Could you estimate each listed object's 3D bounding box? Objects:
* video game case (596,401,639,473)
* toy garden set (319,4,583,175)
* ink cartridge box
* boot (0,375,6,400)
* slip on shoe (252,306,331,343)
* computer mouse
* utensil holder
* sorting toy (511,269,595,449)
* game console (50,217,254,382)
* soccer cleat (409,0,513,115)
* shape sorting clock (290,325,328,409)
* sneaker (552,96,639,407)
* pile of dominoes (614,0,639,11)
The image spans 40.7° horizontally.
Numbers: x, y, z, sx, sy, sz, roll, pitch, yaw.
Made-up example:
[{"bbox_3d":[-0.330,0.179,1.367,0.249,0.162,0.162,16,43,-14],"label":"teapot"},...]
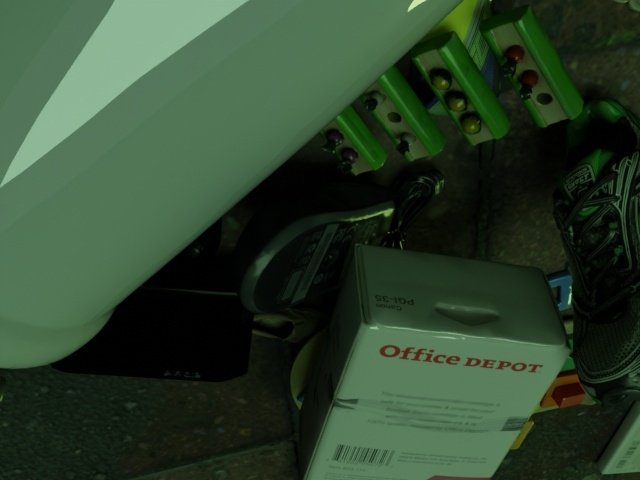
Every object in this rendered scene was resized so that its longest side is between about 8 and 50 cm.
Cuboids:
[{"bbox_3d":[0.564,0.279,1.342,0.206,0.026,0.227,2,127,-18],"label":"video game case"},{"bbox_3d":[0.065,-0.143,0.735,0.244,0.049,0.204,-12,132,38],"label":"toy garden set"},{"bbox_3d":[0.105,0.150,0.902,0.207,0.117,0.283,8,131,-10],"label":"ink cartridge box"},{"bbox_3d":[-0.463,0.143,0.888,0.190,0.076,0.208,-30,124,6],"label":"boot"},{"bbox_3d":[-0.037,0.098,0.993,0.135,0.041,0.051,26,117,-33],"label":"slip on shoe"},{"bbox_3d":[0.000,0.000,0.866,0.272,0.072,0.188,-10,136,-52],"label":"computer mouse"},{"bbox_3d":[-0.140,-0.160,0.564,0.385,0.327,0.327,-40,129,13],"label":"utensil holder"},{"bbox_3d":[0.310,0.184,1.169,0.196,0.047,0.347,-5,130,-13],"label":"sorting toy"},{"bbox_3d":[-0.165,-0.004,0.848,0.213,0.044,0.361,4,124,-7],"label":"game console"},{"bbox_3d":[0.093,-0.225,0.732,0.121,0.093,0.289,-15,131,4],"label":"soccer cleat"},{"bbox_3d":[0.067,0.167,1.032,0.206,0.040,0.206,2,128,2],"label":"shape sorting clock"},{"bbox_3d":[0.277,0.005,0.841,0.146,0.343,0.134,36,135,-26],"label":"sneaker"},{"bbox_3d":[0.277,-0.297,0.729,0.251,0.040,0.196,15,100,-17],"label":"pile of dominoes"}]
